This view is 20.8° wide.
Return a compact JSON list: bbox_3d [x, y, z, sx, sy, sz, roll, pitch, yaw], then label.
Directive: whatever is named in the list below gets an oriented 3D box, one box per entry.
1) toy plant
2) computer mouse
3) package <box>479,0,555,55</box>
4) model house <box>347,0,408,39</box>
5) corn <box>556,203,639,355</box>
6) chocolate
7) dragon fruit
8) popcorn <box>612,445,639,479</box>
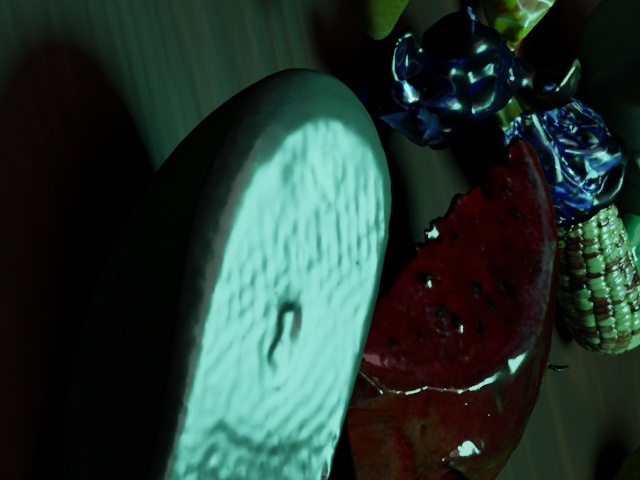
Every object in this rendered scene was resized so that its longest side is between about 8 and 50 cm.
[{"bbox_3d":[0.355,-0.081,1.746,0.280,0.185,0.400,-66,153,-20],"label":"toy plant"},{"bbox_3d":[-0.065,0.076,1.055,0.188,0.121,0.371,24,76,-51],"label":"computer mouse"},{"bbox_3d":[0.181,-0.312,1.515,0.223,0.108,0.288,-56,138,-43],"label":"package"},{"bbox_3d":[0.073,-0.285,1.221,0.184,0.253,0.291,-2,108,-47],"label":"model house"},{"bbox_3d":[0.251,0.003,1.650,0.086,0.086,0.253,-59,137,-43],"label":"corn"},{"bbox_3d":[0.140,-0.115,1.418,0.343,0.148,0.126,29,37,-56],"label":"chocolate"},{"bbox_3d":[0.115,0.104,1.302,0.343,0.100,0.282,-49,148,-45],"label":"dragon fruit"},{"bbox_3d":[0.399,0.323,1.766,0.192,0.233,0.266,13,52,-65],"label":"popcorn"}]
